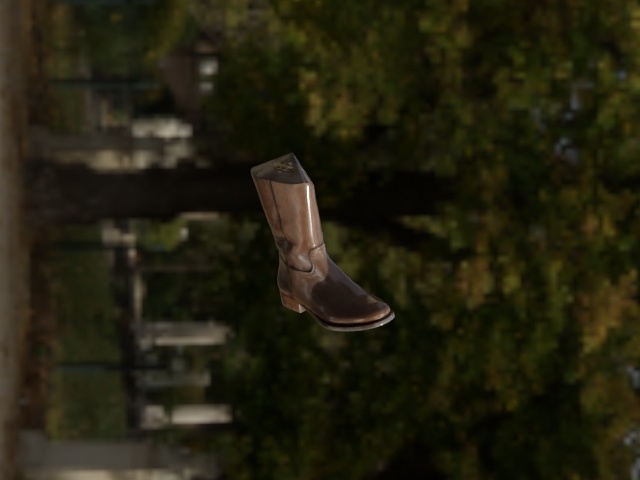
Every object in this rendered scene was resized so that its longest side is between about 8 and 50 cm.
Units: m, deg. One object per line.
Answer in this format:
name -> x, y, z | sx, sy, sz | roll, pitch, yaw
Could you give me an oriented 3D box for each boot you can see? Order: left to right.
boot -> 0.000, 0.000, 1.146 | 0.106, 0.037, 0.114 | 13, -58, 40
